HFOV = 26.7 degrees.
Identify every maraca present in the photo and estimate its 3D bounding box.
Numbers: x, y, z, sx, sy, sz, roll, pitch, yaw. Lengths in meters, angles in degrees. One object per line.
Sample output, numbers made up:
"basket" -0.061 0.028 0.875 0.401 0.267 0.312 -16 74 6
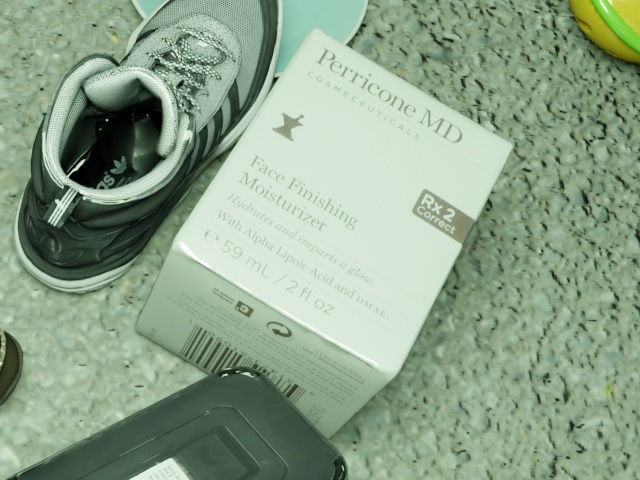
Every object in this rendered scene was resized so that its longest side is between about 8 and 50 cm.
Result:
"maraca" 0.261 -0.192 1.051 0.186 0.099 0.127 -2 70 -45

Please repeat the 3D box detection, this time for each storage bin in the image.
"storage bin" -0.082 0.166 0.769 0.180 0.084 0.122 -25 44 -25

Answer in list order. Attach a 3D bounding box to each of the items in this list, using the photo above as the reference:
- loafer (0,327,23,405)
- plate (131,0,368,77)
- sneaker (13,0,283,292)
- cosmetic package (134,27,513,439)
"loafer" -0.286 0.055 0.792 0.220 0.078 0.080 12 64 -10
"plate" -0.056 -0.198 1.002 0.188 0.024 0.188 6 65 -13
"sneaker" -0.096 -0.093 0.856 0.101 0.153 0.268 33 71 -2
"cosmetic package" 0.000 0.000 0.856 0.151 0.151 0.183 31 62 -2
